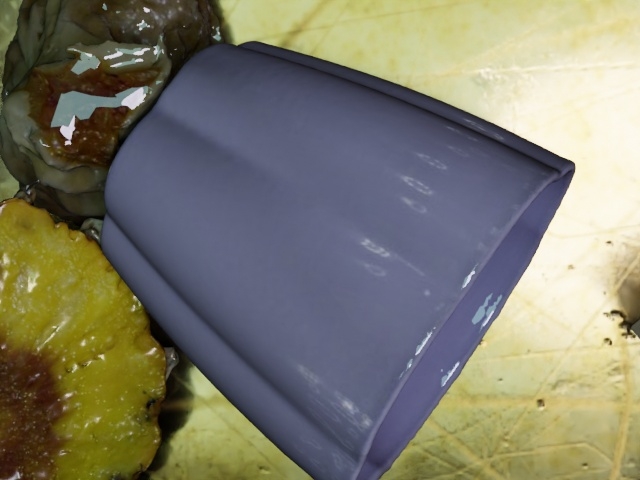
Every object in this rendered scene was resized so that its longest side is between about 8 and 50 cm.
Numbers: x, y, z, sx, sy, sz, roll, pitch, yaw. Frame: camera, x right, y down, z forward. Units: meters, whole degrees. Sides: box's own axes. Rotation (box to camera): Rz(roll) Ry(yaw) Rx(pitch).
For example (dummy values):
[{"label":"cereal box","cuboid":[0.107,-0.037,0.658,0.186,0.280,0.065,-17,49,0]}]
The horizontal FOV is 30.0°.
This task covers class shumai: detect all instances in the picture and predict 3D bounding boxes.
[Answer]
[{"label":"shumai","cuboid":[-0.158,-0.107,0.828,0.167,0.175,0.205,6,94,6]}]

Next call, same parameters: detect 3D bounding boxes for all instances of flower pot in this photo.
[{"label":"flower pot","cuboid":[0.000,0.000,0.797,0.243,0.265,0.265,33,99,17]}]

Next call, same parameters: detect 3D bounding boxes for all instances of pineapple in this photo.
[{"label":"pineapple","cuboid":[-0.201,0.109,0.894,0.161,0.158,0.334,-11,105,-33]}]

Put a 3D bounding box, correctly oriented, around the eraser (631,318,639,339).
[{"label":"eraser","cuboid":[0.263,0.082,0.735,0.078,0.298,0.076,-43,89,9]}]
